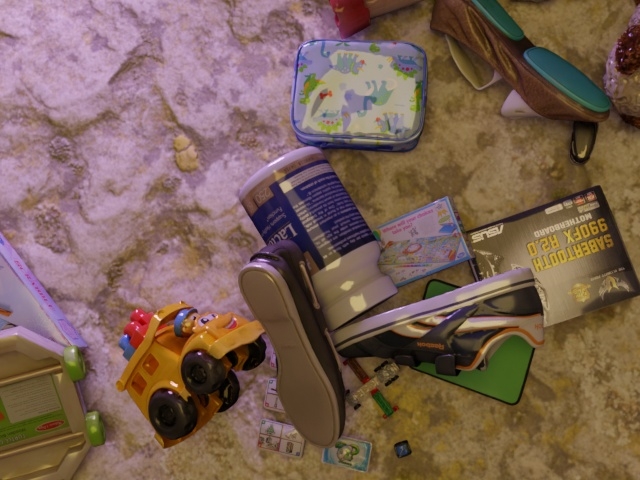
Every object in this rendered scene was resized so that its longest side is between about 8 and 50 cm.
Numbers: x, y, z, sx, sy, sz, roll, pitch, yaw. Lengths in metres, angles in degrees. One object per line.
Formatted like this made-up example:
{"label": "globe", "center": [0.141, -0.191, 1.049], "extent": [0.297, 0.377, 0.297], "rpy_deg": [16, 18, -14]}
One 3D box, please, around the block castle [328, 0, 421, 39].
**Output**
{"label": "block castle", "center": [-0.001, -0.569, 1.298], "extent": [0.213, 0.303, 0.453], "rpy_deg": [-19, 81, 4]}

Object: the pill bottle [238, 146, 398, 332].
{"label": "pill bottle", "center": [0.000, 0.000, 1.307], "extent": [0.153, 0.153, 0.264], "rpy_deg": [-32, 81, 1]}

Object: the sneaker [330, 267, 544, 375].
{"label": "sneaker", "center": [0.173, 0.146, 1.246], "extent": [0.321, 0.126, 0.127], "rpy_deg": [-19, 82, 18]}

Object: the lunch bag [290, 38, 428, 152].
{"label": "lunch bag", "center": [0.061, -0.230, 1.359], "extent": [0.219, 0.090, 0.176], "rpy_deg": [3, 83, 6]}

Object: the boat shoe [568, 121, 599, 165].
{"label": "boat shoe", "center": [0.421, -0.183, 1.343], "extent": [0.046, 0.038, 0.125], "rpy_deg": [12, 85, 7]}

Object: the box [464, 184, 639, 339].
{"label": "box", "center": [0.356, 0.038, 1.315], "extent": [0.231, 0.056, 0.183], "rpy_deg": [-19, 81, 4]}

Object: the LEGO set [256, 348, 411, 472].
{"label": "LEGO set", "center": [0.033, 0.265, 1.338], "extent": [0.245, 0.060, 0.182], "rpy_deg": [9, 91, 13]}

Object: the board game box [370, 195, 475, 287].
{"label": "board game box", "center": [0.154, 0.007, 1.325], "extent": [0.154, 0.026, 0.103], "rpy_deg": [-23, 81, 26]}

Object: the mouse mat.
{"label": "mouse mat", "center": [0.235, 0.155, 1.299], "extent": [0.190, 0.007, 0.152], "rpy_deg": [18, 99, 23]}

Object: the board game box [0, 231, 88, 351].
{"label": "board game box", "center": [-0.608, 0.155, 1.395], "extent": [0.319, 0.066, 0.318], "rpy_deg": [-39, 82, 1]}

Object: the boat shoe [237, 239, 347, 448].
{"label": "boat shoe", "center": [-0.020, 0.155, 1.246], "extent": [0.112, 0.095, 0.335], "rpy_deg": [0, 119, 36]}

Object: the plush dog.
{"label": "plush dog", "center": [0.515, -0.291, 1.275], "extent": [0.225, 0.262, 0.211], "rpy_deg": [-48, 48, -10]}

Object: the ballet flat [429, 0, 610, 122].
{"label": "ballet flat", "center": [0.298, -0.274, 1.329], "extent": [0.342, 0.116, 0.124], "rpy_deg": [46, 130, 15]}

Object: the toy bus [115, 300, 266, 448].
{"label": "toy bus", "center": [-0.216, 0.170, 1.293], "extent": [0.211, 0.149, 0.220], "rpy_deg": [43, 117, 16]}

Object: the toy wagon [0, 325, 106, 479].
{"label": "toy wagon", "center": [-0.481, 0.311, 1.324], "extent": [0.267, 0.068, 0.344], "rpy_deg": [-14, 108, -7]}
